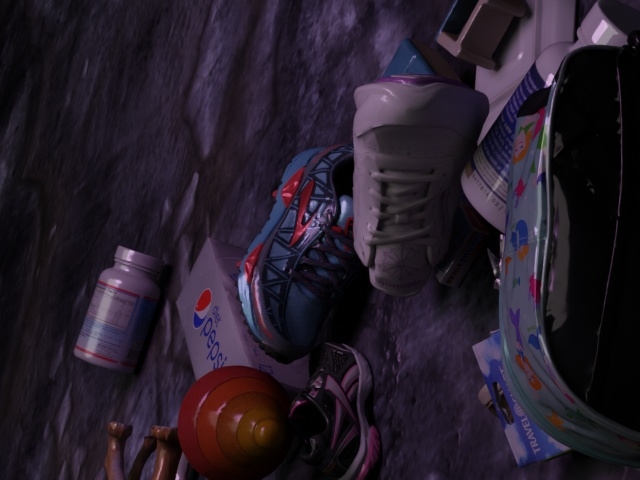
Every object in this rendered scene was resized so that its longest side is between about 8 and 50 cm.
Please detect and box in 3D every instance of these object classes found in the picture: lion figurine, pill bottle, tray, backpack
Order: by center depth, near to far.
[{"bbox_3d":[0.223,0.021,1.064,0.191,0.225,0.254,118,158,-68],"label":"backpack"},{"bbox_3d":[0.204,-0.093,1.324,0.187,0.112,0.112,-58,26,28],"label":"pill bottle"},{"bbox_3d":[0.188,-0.223,1.564,0.145,0.030,0.270,-35,41,51],"label":"tray"},{"bbox_3d":[-0.171,0.325,1.824,0.392,0.142,0.240,155,122,-77],"label":"lion figurine"},{"bbox_3d":[-0.266,0.092,2.230,0.087,0.087,0.160,14,84,66],"label":"pill bottle"}]

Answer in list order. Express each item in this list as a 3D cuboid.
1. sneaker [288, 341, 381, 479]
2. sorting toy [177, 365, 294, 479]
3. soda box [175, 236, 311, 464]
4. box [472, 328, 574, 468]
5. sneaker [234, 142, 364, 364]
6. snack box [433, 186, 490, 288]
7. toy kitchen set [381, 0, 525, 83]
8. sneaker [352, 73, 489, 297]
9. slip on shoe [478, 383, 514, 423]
[{"bbox_3d":[0.006,0.157,1.603,0.072,0.077,0.178,-57,26,25],"label":"sneaker"},{"bbox_3d":[-0.091,0.301,1.578,0.126,0.127,0.366,173,110,-71],"label":"sorting toy"},{"bbox_3d":[-0.080,0.114,1.805,0.098,0.091,0.286,-62,24,21],"label":"soda box"},{"bbox_3d":[0.195,0.094,1.233,0.178,0.042,0.109,-36,71,52],"label":"box"},{"bbox_3d":[0.000,0.000,1.687,0.125,0.104,0.262,-18,47,44],"label":"sneaker"},{"bbox_3d":[0.114,-0.030,1.582,0.064,0.022,0.178,-59,26,23],"label":"snack box"},{"bbox_3d":[0.085,-0.226,1.541,0.207,0.166,0.122,-61,25,19],"label":"toy kitchen set"},{"bbox_3d":[0.084,-0.042,1.426,0.305,0.114,0.152,84,-172,-71],"label":"sneaker"},{"bbox_3d":[0.180,0.094,1.324,0.041,0.051,0.135,48,114,19],"label":"slip on shoe"}]
